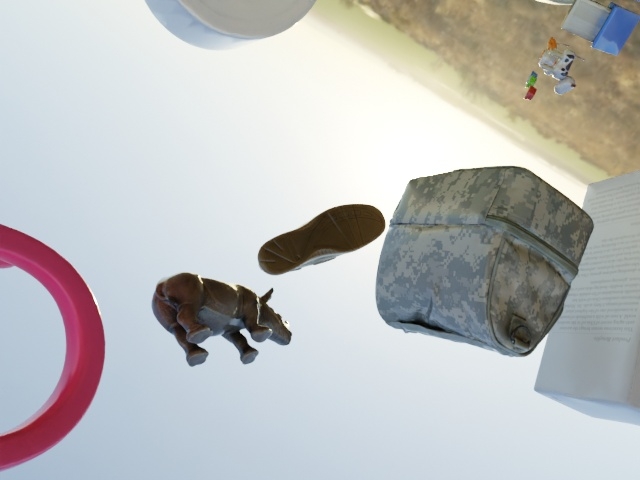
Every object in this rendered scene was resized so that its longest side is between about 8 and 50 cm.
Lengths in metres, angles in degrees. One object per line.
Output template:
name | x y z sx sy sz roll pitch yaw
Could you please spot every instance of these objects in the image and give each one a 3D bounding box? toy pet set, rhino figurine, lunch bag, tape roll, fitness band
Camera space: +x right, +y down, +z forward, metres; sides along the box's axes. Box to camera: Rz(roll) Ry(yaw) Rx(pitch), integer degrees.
toy pet set | 0.274 -0.196 0.658 0.065 0.114 0.122 27 -150 6
rhino figurine | -0.106 0.092 0.762 0.106 0.073 0.243 51 -163 28
lunch bag | 0.236 0.041 0.994 0.212 0.256 0.305 32 167 -28
tape roll | -0.131 -0.404 0.889 0.246 0.246 0.169 22 -179 -27
fitness band | -0.306 0.079 0.483 0.291 0.054 0.209 15 -121 -48

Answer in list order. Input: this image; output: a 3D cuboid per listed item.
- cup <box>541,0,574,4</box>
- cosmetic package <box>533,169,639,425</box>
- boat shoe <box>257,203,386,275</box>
cup | 0.401 -0.514 0.991 0.331 0.331 0.237 24 -131 -22
cosmetic package | 0.585 0.101 1.157 0.161 0.453 0.230 25 165 -16
boat shoe | 0.000 0.000 1.403 0.098 0.302 0.109 133 113 -79
